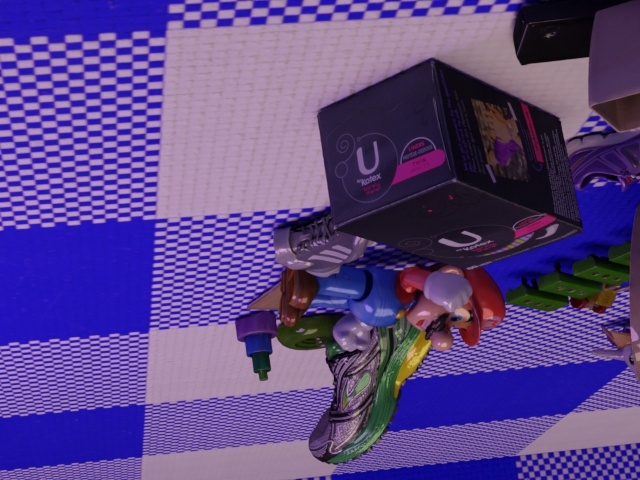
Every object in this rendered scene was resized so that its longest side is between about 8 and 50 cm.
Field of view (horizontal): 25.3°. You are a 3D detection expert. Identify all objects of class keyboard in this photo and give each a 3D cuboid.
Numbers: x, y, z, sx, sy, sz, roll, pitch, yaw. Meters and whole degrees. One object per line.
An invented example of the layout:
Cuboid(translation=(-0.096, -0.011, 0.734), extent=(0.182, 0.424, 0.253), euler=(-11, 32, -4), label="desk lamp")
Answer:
Cuboid(translation=(0.348, -0.233, 1.377), extent=(0.317, 0.033, 0.201), euler=(-8, 166, -2), label="keyboard")

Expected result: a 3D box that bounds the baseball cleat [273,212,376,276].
Cuboid(translation=(0.000, 0.000, 1.849), extent=(0.109, 0.072, 0.206), euler=(6, 154, -18), label="baseball cleat")

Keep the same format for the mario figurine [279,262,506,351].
Cuboid(translation=(0.107, 0.104, 2.023), extent=(0.320, 0.170, 0.198), euler=(3, -166, -8), label="mario figurine")

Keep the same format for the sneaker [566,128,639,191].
Cuboid(translation=(0.378, -0.098, 1.713), extent=(0.170, 0.071, 0.068), euler=(-15, 160, 18), label="sneaker")

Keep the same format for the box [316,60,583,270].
Cuboid(translation=(0.147, -0.074, 1.580), extent=(0.165, 0.143, 0.270), euler=(-22, 156, 35), label="box")

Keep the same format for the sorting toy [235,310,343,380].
Cuboid(translation=(0.014, 0.199, 2.344), extent=(0.365, 0.126, 0.127), euler=(10, 154, -43), label="sorting toy")

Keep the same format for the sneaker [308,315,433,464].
Cuboid(translation=(0.056, 0.203, 2.245), extent=(0.146, 0.134, 0.343), euler=(17, 114, -18), label="sneaker")

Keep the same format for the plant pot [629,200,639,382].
Cuboid(translation=(0.568, 0.070, 1.898), extent=(0.274, 0.256, 0.256), euler=(0, 164, 20), label="plant pot")

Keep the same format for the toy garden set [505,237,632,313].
Cuboid(translation=(0.440, 0.051, 2.207), extent=(0.204, 0.049, 0.244), euler=(12, 152, -41), label="toy garden set")

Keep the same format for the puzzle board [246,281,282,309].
Cuboid(translation=(-0.042, 0.081, 2.157), extent=(0.096, 0.011, 0.128), euler=(2, 160, -29), label="puzzle board")

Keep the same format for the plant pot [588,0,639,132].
Cuboid(translation=(0.310, -0.171, 1.338), extent=(0.109, 0.096, 0.109), euler=(-13, 165, 25), label="plant pot")

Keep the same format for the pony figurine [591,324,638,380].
Cuboid(translation=(0.701, 0.245, 2.510), extent=(0.351, 0.363, 0.303), euler=(-26, 152, 4), label="pony figurine")
